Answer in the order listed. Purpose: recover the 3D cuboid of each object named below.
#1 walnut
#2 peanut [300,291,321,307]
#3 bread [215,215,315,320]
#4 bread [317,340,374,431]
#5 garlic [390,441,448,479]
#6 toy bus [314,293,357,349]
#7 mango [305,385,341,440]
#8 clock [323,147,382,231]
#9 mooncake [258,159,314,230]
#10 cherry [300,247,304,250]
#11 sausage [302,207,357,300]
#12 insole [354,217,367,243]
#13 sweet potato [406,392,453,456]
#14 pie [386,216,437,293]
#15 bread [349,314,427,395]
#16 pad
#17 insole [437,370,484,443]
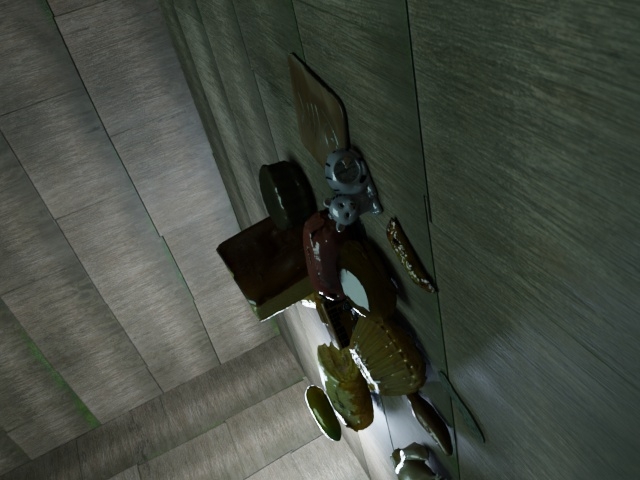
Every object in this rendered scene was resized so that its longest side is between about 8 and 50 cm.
[{"bbox_3d":[0.113,0.101,1.461,0.245,0.137,0.137,59,166,26],"label":"walnut"},{"bbox_3d":[-0.066,0.145,2.199,0.305,0.147,0.147,61,170,-25],"label":"peanut"},{"bbox_3d":[-0.147,0.071,1.989,0.323,0.333,0.143,49,163,38],"label":"bread"},{"bbox_3d":[0.104,0.587,2.308,0.236,0.165,0.375,-122,14,-45],"label":"bread"},{"bbox_3d":[0.342,0.792,1.892,0.292,0.210,0.237,-171,91,-79],"label":"garlic"},{"bbox_3d":[0.059,0.265,1.994,0.201,0.114,0.098,68,166,-14],"label":"toy bus"},{"bbox_3d":[0.013,0.698,2.340,0.237,0.091,0.137,53,174,40],"label":"mango"},{"bbox_3d":[0.054,-0.118,1.306,0.176,0.117,0.080,68,166,-9],"label":"clock"},{"bbox_3d":[-0.110,-0.152,1.878,0.228,0.124,0.228,160,90,-75],"label":"mooncake"},{"bbox_3d":[0.004,0.003,1.791,0.126,0.087,0.106,28,138,39],"label":"cherry"},{"bbox_3d":[0.035,0.041,1.606,0.152,0.152,0.279,46,153,54],"label":"sausage"},{"bbox_3d":[0.125,0.030,1.551,0.080,0.003,0.232,40,152,60],"label":"insole"},{"bbox_3d":[0.298,0.491,1.620,0.078,0.058,0.255,49,-178,-34],"label":"sweet potato"},{"bbox_3d":[0.191,0.046,1.270,0.191,0.033,0.088,61,170,14],"label":"pie"},{"bbox_3d":[0.174,0.314,1.579,0.274,0.149,0.274,55,169,17],"label":"bread"},{"bbox_3d":[-0.001,-0.285,1.426,0.284,0.018,0.286,54,163,39],"label":"pad"},{"bbox_3d":[0.340,0.402,1.397,0.193,0.006,0.065,59,166,24],"label":"insole"}]
